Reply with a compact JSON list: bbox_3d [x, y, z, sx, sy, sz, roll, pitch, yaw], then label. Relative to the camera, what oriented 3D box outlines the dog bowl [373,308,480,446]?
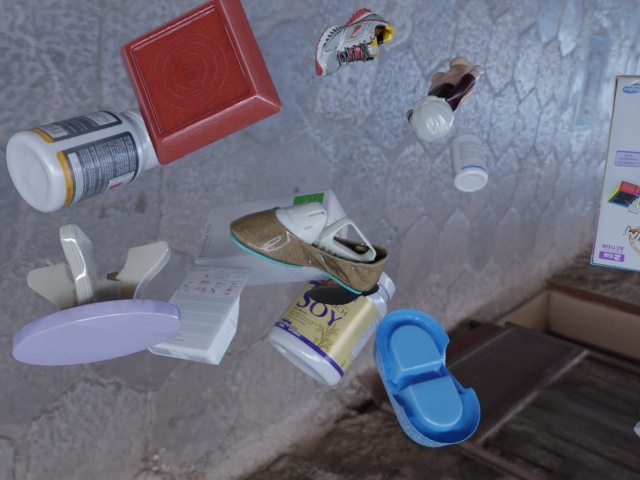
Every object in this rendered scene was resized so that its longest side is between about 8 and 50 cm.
[{"bbox_3d":[0.209,0.288,1.289,0.166,0.297,0.074,-9,146,-22],"label":"dog bowl"}]

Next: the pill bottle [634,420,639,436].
[{"bbox_3d":[0.818,0.405,1.467,0.160,0.087,0.087,-46,138,-13],"label":"pill bottle"}]

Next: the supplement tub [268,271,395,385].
[{"bbox_3d":[0.038,0.214,1.760,0.331,0.241,0.241,-52,140,-17],"label":"supplement tub"}]

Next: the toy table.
[{"bbox_3d":[-0.383,0.099,1.065,0.275,0.160,0.252,-7,150,-10],"label":"toy table"}]

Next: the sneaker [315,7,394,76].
[{"bbox_3d":[0.071,-0.415,1.308,0.225,0.093,0.088,-44,153,-26],"label":"sneaker"}]

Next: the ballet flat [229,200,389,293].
[{"bbox_3d":[0.000,0.000,1.127,0.343,0.116,0.124,25,116,-35],"label":"ballet flat"}]

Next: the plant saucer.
[{"bbox_3d":[-0.234,-0.306,1.142,0.048,0.259,0.258,22,46,-78],"label":"plant saucer"}]

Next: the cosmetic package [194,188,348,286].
[{"bbox_3d":[-0.125,0.002,1.647,0.155,0.366,0.196,57,33,-49],"label":"cosmetic package"}]

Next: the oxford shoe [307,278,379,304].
[{"bbox_3d":[0.060,0.105,1.512,0.076,0.212,0.076,45,43,-33],"label":"oxford shoe"}]

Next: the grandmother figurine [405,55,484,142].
[{"bbox_3d":[0.278,-0.316,1.389,0.208,0.104,0.342,-45,-173,38],"label":"grandmother figurine"}]

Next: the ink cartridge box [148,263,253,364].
[{"bbox_3d":[-0.253,0.154,1.346,0.224,0.181,0.056,-62,141,-37],"label":"ink cartridge box"}]

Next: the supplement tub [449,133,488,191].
[{"bbox_3d":[0.309,-0.161,1.298,0.071,0.071,0.107,52,33,-48],"label":"supplement tub"}]

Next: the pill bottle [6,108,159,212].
[{"bbox_3d":[-0.463,-0.173,1.252,0.278,0.162,0.162,-32,128,-48],"label":"pill bottle"}]

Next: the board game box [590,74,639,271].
[{"bbox_3d":[0.579,-0.097,0.983,0.064,0.242,0.316,-26,122,-55],"label":"board game box"}]
